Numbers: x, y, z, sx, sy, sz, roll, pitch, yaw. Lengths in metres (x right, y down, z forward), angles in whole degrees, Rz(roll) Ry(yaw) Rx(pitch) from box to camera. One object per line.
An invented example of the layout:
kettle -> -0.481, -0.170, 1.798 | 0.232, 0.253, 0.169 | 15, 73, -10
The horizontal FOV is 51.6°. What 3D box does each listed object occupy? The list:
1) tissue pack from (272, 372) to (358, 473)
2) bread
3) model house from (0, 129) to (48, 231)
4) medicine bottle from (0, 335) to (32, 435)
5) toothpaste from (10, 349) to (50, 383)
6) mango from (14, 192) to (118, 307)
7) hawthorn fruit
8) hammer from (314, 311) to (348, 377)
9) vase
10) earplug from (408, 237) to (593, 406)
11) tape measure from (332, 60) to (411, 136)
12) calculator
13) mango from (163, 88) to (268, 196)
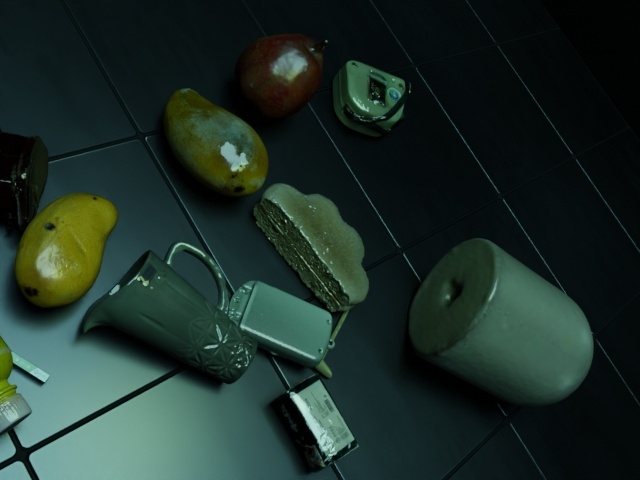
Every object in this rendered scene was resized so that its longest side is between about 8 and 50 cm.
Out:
tissue pack -> -0.011, 0.368, 1.334 | 0.103, 0.090, 0.170 | -22, 76, -40
bread -> 0.002, -0.001, 1.542 | 0.337, 0.102, 0.183 | 51, 50, 1
model house -> -0.605, -0.127, 1.224 | 0.164, 0.141, 0.203 | 3, 41, -10
medicine bottle -> -0.550, 0.208, 1.052 | 0.122, 0.122, 0.212 | -35, 86, -41
toothpaste -> -0.507, 0.218, 1.140 | 0.083, 0.020, 0.017 | 37, 53, -11
mango -> -0.467, 0.012, 1.218 | 0.157, 0.108, 0.262 | 51, 33, -28
hawthorn fruit -> -0.080, -0.413, 1.618 | 0.208, 0.248, 0.208 | 54, 17, -24
hammer -> 0.038, 0.221, 1.492 | 0.060, 0.028, 0.195 | 43, 48, -12
vase -> -0.260, 0.145, 1.264 | 0.300, 0.156, 0.251 | 38, 69, -18
earplug -> 0.448, 0.221, 1.582 | 0.394, 0.312, 0.313 | 32, 51, -19
tape measure -> 0.158, -0.388, 1.855 | 0.235, 0.115, 0.207 | 14, 55, -27
calculator -> -0.080, 0.177, 1.407 | 0.246, 0.045, 0.141 | 24, 51, -10
mango -> -0.242, -0.227, 1.486 | 0.192, 0.146, 0.316 | -24, 69, -43
